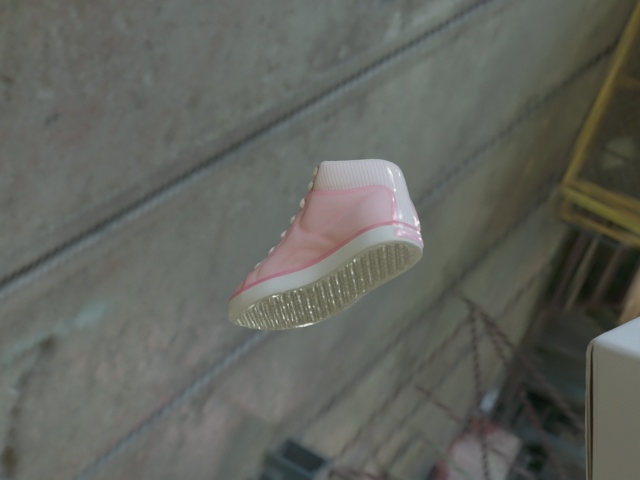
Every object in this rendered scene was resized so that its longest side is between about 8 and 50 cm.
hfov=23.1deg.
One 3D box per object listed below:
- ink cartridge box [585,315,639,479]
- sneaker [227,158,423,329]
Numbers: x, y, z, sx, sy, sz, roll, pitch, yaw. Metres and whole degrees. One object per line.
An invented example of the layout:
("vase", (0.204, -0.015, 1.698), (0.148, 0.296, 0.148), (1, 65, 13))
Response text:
("ink cartridge box", (0.182, 0.050, 0.462), (0.175, 0.127, 0.072), (-19, 114, -39))
("sneaker", (0.000, 0.000, 0.877), (0.134, 0.070, 0.051), (-29, 144, 35))
